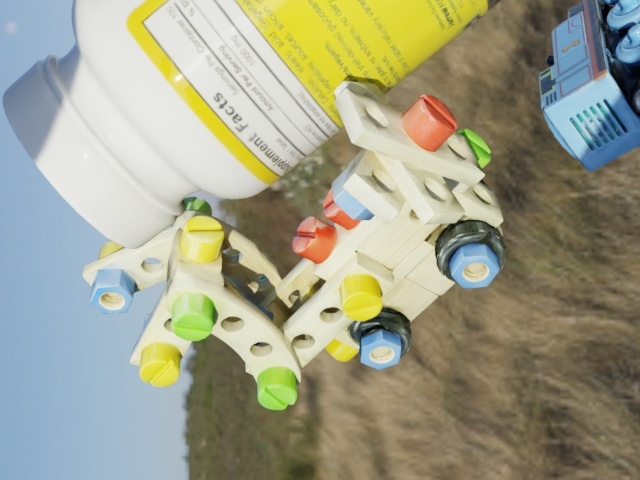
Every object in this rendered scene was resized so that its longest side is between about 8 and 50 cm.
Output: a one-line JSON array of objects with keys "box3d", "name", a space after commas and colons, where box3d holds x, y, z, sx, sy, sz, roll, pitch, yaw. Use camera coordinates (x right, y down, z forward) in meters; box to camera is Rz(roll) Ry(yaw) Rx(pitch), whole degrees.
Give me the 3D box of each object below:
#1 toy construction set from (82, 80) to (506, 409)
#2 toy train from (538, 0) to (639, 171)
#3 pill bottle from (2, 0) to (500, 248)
[{"box3d": [0.000, 0.000, 0.741, 0.327, 0.215, 0.151, -36, 36, 43], "name": "toy construction set"}, {"box3d": [0.217, -0.134, 0.801, 0.080, 0.105, 0.184, 49, -152, -24], "name": "toy train"}, {"box3d": [-0.041, -0.150, 0.728, 0.188, 0.334, 0.188, 51, -174, -8], "name": "pill bottle"}]
